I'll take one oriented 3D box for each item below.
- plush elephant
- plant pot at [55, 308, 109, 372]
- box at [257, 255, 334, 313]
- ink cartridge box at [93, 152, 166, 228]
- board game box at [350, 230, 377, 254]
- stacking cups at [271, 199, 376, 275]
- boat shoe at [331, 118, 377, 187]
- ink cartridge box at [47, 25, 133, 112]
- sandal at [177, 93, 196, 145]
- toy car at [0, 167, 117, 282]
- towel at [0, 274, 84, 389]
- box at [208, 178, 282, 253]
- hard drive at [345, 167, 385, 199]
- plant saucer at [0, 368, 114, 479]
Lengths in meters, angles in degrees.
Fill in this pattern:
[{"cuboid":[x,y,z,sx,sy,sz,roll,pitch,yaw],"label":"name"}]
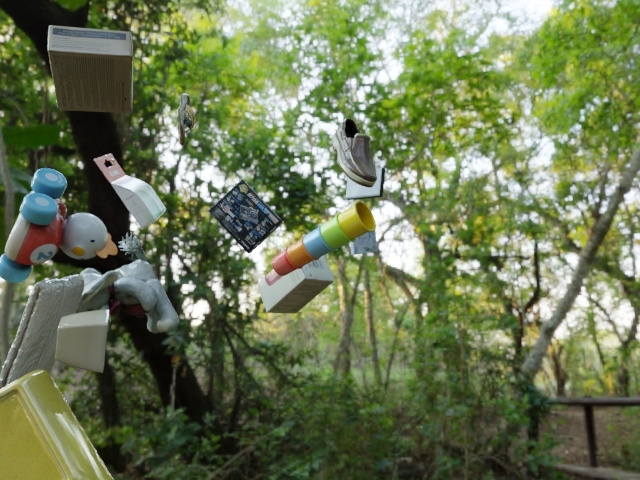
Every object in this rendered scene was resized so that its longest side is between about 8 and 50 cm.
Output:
[{"cuboid":[-0.601,0.168,1.808,0.256,0.329,0.272,-24,9,-25],"label":"plush elephant"},{"cuboid":[-0.500,0.208,1.300,0.096,0.108,0.109,5,9,-19],"label":"plant pot"},{"cuboid":[-0.089,0.147,2.192,0.149,0.126,0.232,9,-41,-45],"label":"box"},{"cuboid":[-0.528,-0.152,1.743,0.056,0.224,0.181,-29,13,3],"label":"ink cartridge box"},{"cuboid":[0.135,-0.004,1.960,0.090,0.090,0.020,-8,6,-29],"label":"board game box"},{"cuboid":[0.000,0.000,1.694,0.316,0.095,0.096,-29,-27,30],"label":"stacking cups"},{"cuboid":[0.096,-0.249,1.688,0.095,0.257,0.095,8,-54,-29],"label":"boat shoe"},{"cuboid":[-0.582,-0.432,1.587,0.194,0.088,0.234,-2,-25,-18],"label":"ink cartridge box"},{"cuboid":[-0.356,-0.329,1.661,0.049,0.180,0.072,3,-41,-8],"label":"sandal"},{"cuboid":[-0.592,-0.007,1.454,0.238,0.210,0.219,22,-61,-24],"label":"toy car"},{"cuboid":[-0.651,0.218,1.453,0.049,0.282,0.187,22,4,4],"label":"towel"},{"cuboid":[-0.273,-0.088,2.264,0.175,0.220,0.051,-44,-2,-3],"label":"box"},{"cuboid":[0.145,-0.181,1.992,0.135,0.094,0.022,-3,-14,40],"label":"hard drive"},{"cuboid":[-0.577,0.411,1.077,0.333,0.333,0.081,-31,-30,-27],"label":"plant saucer"}]
